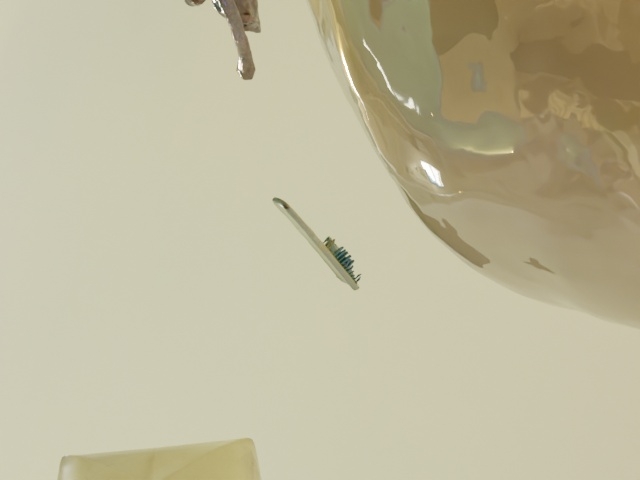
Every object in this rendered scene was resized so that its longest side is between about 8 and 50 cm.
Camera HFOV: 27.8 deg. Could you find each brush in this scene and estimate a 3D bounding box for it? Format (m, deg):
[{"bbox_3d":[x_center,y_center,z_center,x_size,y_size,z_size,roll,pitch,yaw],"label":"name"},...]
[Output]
[{"bbox_3d":[0.000,0.000,0.693,0.013,0.083,0.016,-48,-134,-5],"label":"brush"}]

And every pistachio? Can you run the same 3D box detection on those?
[{"bbox_3d":[0.083,-0.127,0.381,0.226,0.208,0.331,-11,-82,59],"label":"pistachio"}]

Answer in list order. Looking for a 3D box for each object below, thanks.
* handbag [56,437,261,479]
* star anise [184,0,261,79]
[{"bbox_3d":[-0.102,0.301,0.886,0.171,0.151,0.298,-104,-169,-68],"label":"handbag"},{"bbox_3d":[-0.098,-0.269,1.224,0.209,0.231,0.089,-28,-167,33],"label":"star anise"}]
